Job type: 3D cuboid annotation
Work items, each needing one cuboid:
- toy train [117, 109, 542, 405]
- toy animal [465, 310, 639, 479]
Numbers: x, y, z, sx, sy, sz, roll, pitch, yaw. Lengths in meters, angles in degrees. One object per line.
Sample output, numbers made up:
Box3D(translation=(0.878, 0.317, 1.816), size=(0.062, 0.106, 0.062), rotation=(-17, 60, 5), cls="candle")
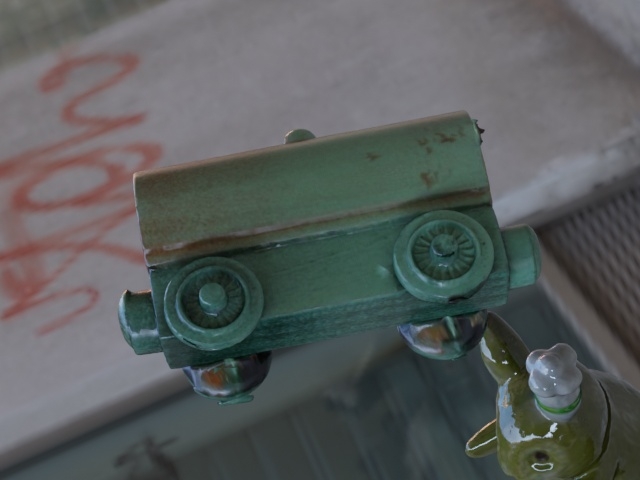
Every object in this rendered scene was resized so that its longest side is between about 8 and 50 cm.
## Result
Box3D(translation=(0.000, 0.000, 1.102), size=(0.116, 0.285, 0.177), rotation=(79, 179, -62), cls="toy train")
Box3D(translation=(0.246, 0.206, 1.721), size=(0.181, 0.180, 0.363), rotation=(31, 180, 40), cls="toy animal")
